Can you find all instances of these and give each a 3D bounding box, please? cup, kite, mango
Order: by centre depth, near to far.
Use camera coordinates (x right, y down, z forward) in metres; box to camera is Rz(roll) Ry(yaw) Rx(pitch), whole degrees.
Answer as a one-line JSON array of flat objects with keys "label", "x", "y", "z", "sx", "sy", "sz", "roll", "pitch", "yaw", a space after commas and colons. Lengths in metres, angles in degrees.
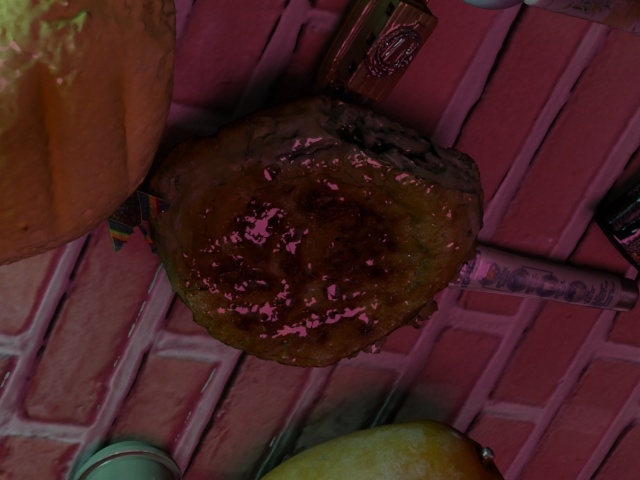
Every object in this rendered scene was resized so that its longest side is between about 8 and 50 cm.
[{"label": "kite", "x": -0.177, "y": -0.024, "z": 1.567, "sx": 0.090, "sy": 0.004, "sz": 0.122, "roll": 52, "pitch": 140, "yaw": -8}, {"label": "cup", "x": -0.190, "y": 0.290, "z": 1.740, "sx": 0.120, "sy": 0.141, "sz": 0.120, "roll": -11, "pitch": 130, "yaw": -13}, {"label": "mango", "x": 0.025, "y": 0.327, "z": 1.812, "sx": 0.384, "sy": 0.199, "sz": 0.221, "roll": -35, "pitch": 129, "yaw": 7}]

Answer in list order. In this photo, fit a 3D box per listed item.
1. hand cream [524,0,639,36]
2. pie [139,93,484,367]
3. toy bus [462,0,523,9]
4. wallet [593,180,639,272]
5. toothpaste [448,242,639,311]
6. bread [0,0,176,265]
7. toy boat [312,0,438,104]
[{"label": "hand cream", "x": 0.260, "y": -0.231, "z": 1.598, "sx": 0.194, "sy": 0.042, "sz": 0.067, "roll": 7, "pitch": 120, "yaw": -31}, {"label": "pie", "x": 0.000, "y": 0.000, "z": 1.608, "sx": 0.355, "sy": 0.103, "sz": 0.288, "roll": 24, "pitch": 127, "yaw": -31}, {"label": "toy bus", "x": 0.173, "y": -0.331, "z": 1.383, "sx": 0.194, "sy": 0.232, "sz": 0.287, "roll": 45, "pitch": 100, "yaw": 0}, {"label": "wallet", "x": 0.440, "y": -0.021, "z": 1.810, "sx": 0.221, "sy": 0.071, "sz": 0.262, "roll": -42, "pitch": 135, "yaw": 10}, {"label": "toothpaste", "x": 0.232, "y": 0.041, "z": 1.789, "sx": 0.239, "sy": 0.039, "sz": 0.062, "roll": 10, "pitch": 116, "yaw": -25}, {"label": "bread", "x": -0.258, "y": -0.122, "z": 1.342, "sx": 0.321, "sy": 0.237, "sz": 0.320, "roll": -14, "pitch": 143, "yaw": -11}, {"label": "toy boat", "x": 0.063, "y": -0.197, "z": 1.520, "sx": 0.057, "sy": 0.077, "sz": 0.200, "roll": 20, "pitch": 115, "yaw": -31}]
